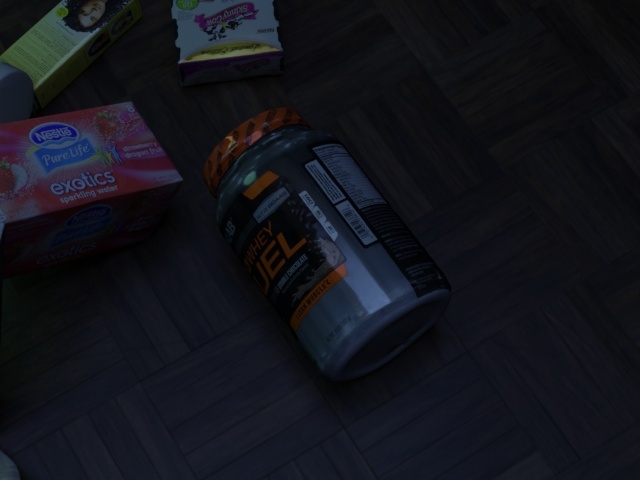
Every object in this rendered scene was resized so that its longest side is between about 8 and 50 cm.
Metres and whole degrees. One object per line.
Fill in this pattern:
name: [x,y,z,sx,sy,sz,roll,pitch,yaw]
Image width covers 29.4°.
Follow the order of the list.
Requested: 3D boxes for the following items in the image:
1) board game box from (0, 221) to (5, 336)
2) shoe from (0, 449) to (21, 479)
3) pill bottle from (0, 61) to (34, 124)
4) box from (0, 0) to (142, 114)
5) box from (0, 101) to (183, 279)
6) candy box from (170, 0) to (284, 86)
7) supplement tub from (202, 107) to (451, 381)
board game box: [-0.555,0.090,1.494,0.317,0.319,0.066,9,40,-6]
shoe: [-0.405,0.316,1.519,0.058,0.219,0.077,17,107,-29]
pill bottle: [-0.559,-0.227,1.730,0.278,0.162,0.162,24,69,15]
box: [-0.378,-0.300,1.827,0.087,0.058,0.232,37,72,15]
box: [-0.356,-0.066,1.608,0.300,0.142,0.154,-16,64,-42]
candy box: [-0.147,-0.356,1.844,0.159,0.071,0.233,-8,67,-4]
supplement tub: [0.000,0.000,1.615,0.207,0.207,0.338,-32,69,-13]
